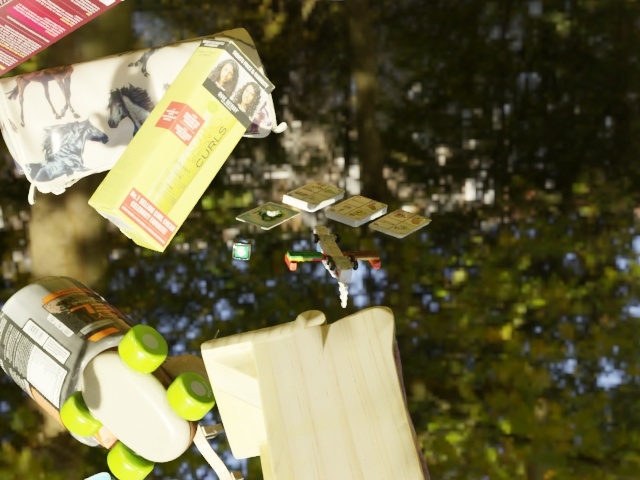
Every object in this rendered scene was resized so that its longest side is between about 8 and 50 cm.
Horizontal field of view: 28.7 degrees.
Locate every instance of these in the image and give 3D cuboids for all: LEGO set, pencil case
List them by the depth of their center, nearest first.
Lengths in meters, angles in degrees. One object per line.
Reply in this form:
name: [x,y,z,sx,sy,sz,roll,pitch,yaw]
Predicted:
LEGO set: [0.000,0.000,1.543,0.183,0.060,0.244,19,-154,27]
pencil case: [-0.259,-0.190,1.842,0.411,0.183,0.160,-15,-167,-11]

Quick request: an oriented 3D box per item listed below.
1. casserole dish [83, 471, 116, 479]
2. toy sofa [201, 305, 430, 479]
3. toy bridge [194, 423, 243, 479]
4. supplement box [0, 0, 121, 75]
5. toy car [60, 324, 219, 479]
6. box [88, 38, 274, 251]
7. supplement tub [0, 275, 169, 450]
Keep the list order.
casserole dish: [-0.357,0.422,1.898,0.037,0.114,0.188,29,138,-33]
toy sofa: [0.013,0.225,1.021,0.177,0.150,0.362,-13,-143,-1]
toy bridge: [-0.178,0.302,1.966,0.026,0.188,0.063,-30,165,20]
supplement box: [-0.403,-0.330,1.732,0.239,0.073,0.130,-28,158,15]
toy car: [-0.183,0.165,1.477,0.149,0.155,0.188,45,-152,2]
box: [-0.151,-0.107,1.380,0.058,0.087,0.232,15,-114,49]
supplement tub: [-0.385,0.209,2.091,0.207,0.207,0.338,-16,-148,-37]
